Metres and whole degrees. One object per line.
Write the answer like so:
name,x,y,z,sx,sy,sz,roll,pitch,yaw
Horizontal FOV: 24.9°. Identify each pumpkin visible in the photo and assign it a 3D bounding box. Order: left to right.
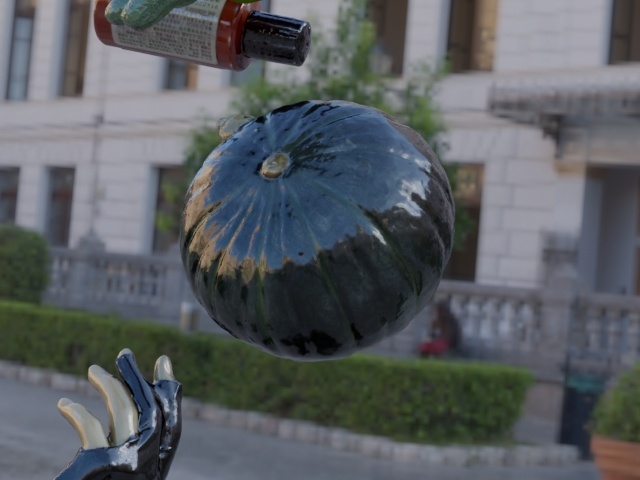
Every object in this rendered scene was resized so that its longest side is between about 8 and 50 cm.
pumpkin,0.000,0.000,1.263,0.250,0.216,0.250,-10,32,7

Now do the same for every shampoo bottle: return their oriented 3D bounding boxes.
shampoo bottle,-0.147,-0.278,1.871,0.278,0.104,0.104,13,0,15

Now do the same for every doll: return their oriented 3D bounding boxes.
doll,-0.108,-0.224,1.183,0.150,0.077,0.115,-38,14,-16
doll,-0.069,-0.105,1.545,0.051,0.061,0.093,-26,-29,18

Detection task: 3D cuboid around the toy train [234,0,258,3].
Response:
toy train,-0.121,-0.498,1.753,0.272,0.442,0.179,13,-19,-42

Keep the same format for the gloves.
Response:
gloves,-0.272,0.283,1.909,0.152,0.301,0.197,10,-25,11
